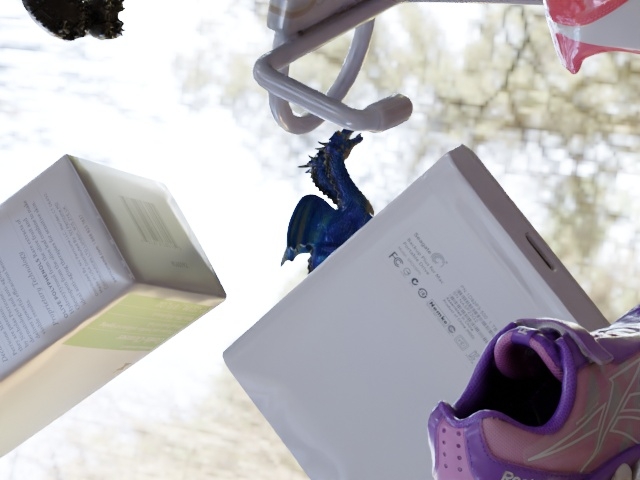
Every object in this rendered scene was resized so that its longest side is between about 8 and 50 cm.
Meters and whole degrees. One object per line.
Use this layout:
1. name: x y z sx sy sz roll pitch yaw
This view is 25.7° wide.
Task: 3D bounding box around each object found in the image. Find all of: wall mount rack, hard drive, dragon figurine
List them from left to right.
1. dragon figurine: 0.000 0.000 1.678 0.289 0.144 0.085 -60 -3 -21
2. hard drive: 0.072 0.092 1.133 0.307 0.203 0.040 -42 -8 37
3. wall mount rack: 0.089 -0.215 0.832 0.304 0.130 0.350 -36 -35 -47

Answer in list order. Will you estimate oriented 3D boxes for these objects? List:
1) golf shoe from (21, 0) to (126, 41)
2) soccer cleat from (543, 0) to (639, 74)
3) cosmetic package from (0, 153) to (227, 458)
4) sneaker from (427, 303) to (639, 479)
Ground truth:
1. golf shoe: -0.320 -0.278 1.704 0.198 0.093 0.077 5 -87 -68
2. soccer cleat: 0.247 -0.135 0.771 0.083 0.248 0.095 -72 -20 -49
3. cosmetic package: -0.303 0.087 1.380 0.155 0.365 0.197 59 -163 18
4. sneaker: 0.136 0.080 0.739 0.236 0.095 0.105 -33 -68 -38
